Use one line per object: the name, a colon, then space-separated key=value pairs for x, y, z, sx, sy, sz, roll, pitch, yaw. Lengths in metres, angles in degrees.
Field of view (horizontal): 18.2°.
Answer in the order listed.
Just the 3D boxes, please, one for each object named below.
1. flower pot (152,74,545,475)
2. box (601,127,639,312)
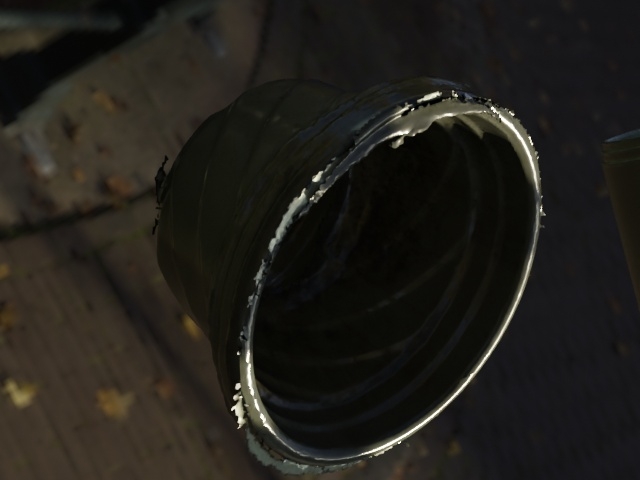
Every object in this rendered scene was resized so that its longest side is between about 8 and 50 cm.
flower pot: x=0.000 y=0.000 z=1.108 sx=0.140 sy=0.235 sz=0.235 roll=31 pitch=4 yaw=37
box: x=0.343 y=-0.032 z=1.551 sx=0.226 sy=0.226 sz=0.149 roll=-21 pitch=98 yaw=-65
